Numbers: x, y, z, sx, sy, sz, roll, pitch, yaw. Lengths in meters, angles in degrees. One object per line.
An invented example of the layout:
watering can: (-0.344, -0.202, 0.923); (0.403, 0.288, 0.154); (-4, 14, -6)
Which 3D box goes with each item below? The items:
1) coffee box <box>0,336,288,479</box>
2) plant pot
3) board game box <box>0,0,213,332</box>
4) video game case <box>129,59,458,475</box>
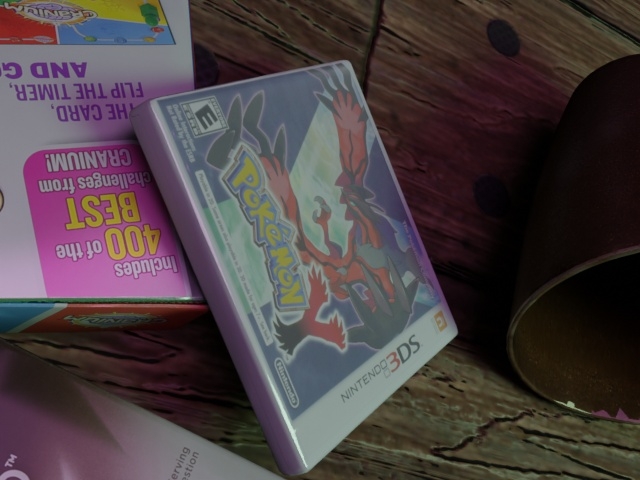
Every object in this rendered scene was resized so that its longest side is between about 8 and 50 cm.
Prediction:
coffee box: (-0.072, 0.180, 0.329); (0.297, 0.119, 0.168); (31, 62, -17)
plant pot: (0.242, -0.020, 0.542); (0.215, 0.215, 0.231); (27, 48, -19)
board game box: (-0.189, -0.112, 0.397); (0.242, 0.064, 0.317); (3, 72, -29)
video game case: (0.000, 0.000, 0.443); (0.183, 0.023, 0.202); (-28, 96, -51)
